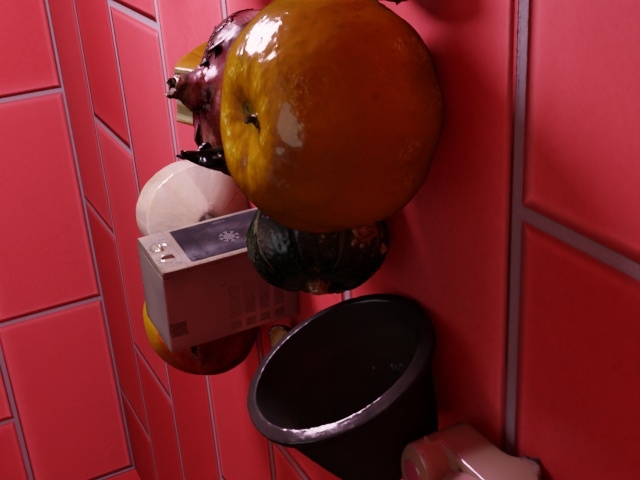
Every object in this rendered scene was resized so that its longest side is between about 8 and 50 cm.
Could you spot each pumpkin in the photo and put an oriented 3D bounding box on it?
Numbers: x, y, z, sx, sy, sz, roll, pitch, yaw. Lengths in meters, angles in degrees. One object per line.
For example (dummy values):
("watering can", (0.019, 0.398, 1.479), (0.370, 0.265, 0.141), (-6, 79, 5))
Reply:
("pumpkin", (-0.001, 0.000, 1.210), (0.146, 0.190, 0.190), (69, 156, 16))

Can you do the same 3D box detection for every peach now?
("peach", (-0.236, 0.157, 1.800), (0.231, 0.231, 0.231), (45, 143, 49))
("peach", (-0.061, 0.192, 1.636), (0.083, 0.050, 0.077), (41, 117, 38))

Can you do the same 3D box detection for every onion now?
("onion", (-0.108, -0.202, 1.285), (0.252, 0.219, 0.252), (176, 90, -65))

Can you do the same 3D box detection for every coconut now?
("coconut", (-0.236, -0.047, 1.705), (0.222, 0.202, 0.202), (-151, 50, -63))

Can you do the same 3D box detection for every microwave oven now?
("microwave oven", (-0.174, 0.067, 1.574), (0.145, 0.240, 0.194), (45, 143, 48))

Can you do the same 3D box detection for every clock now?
("clock", (0.212, 0.400, 1.077), (0.284, 0.114, 0.309), (34, 135, 55))

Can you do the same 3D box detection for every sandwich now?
("sandwich", (-0.154, -0.266, 1.613), (0.187, 0.144, 0.117), (17, 127, 21))

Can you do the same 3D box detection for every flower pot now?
("flower pot", (0.053, 0.213, 1.204), (0.269, 0.269, 0.166), (32, 155, 58))

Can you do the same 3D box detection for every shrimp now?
("shrimp", (-0.073, -0.076, 1.233), (0.198, 0.262, 0.051), (117, 144, -55))

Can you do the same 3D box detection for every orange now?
("orange", (0.013, -0.145, 1.032), (0.279, 0.235, 0.279), (15, 108, 56))

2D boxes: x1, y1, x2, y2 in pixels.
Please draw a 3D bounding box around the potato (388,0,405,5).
("potato", (0.071, -0.309, 1.002), (0.138, 0.070, 0.092), (37, 131, 55))
